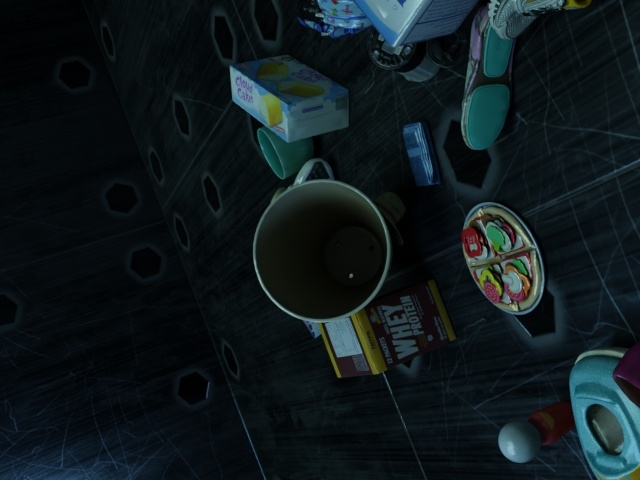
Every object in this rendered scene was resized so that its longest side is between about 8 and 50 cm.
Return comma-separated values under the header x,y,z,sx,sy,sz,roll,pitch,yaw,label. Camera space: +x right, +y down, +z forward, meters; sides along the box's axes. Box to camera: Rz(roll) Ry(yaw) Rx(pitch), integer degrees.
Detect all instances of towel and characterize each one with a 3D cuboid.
x,y,z,sx,sy,sz,roll,pitch,yaw,label
0.182,-0.157,1.463,0.067,0.029,0.120,1,109,65,towel

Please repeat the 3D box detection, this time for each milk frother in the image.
x,y,z,sx,sy,sz,roll,pitch,yaw,label
0.171,-0.302,1.276,0.129,0.134,0.143,-47,72,21,milk frother

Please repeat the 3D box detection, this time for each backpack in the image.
x,y,z,sx,sy,sz,roll,pitch,yaw,label
0.056,-0.424,1.396,0.173,0.158,0.117,31,144,38,backpack

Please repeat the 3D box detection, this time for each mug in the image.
x,y,z,sx,sy,sz,roll,pitch,yaw,label
-0.074,-0.227,1.832,0.129,0.097,0.158,56,165,25,mug

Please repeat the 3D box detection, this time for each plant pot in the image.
x,y,z,sx,sy,sz,roll,pitch,yaw,label
0.036,0.024,1.556,0.257,0.256,0.274,66,-167,9,plant pot

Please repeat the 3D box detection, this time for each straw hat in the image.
x,y,z,sx,sy,sz,roll,pitch,yaw,label
0.133,-0.062,1.584,0.144,0.061,0.144,46,172,9,straw hat

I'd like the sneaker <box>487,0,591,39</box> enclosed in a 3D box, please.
x,y,z,sx,sy,sz,roll,pitch,yaw,label
0.297,-0.326,1.037,0.093,0.088,0.225,64,155,10,sneaker

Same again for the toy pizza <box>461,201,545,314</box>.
x,y,z,sx,sy,sz,roll,pitch,yaw,label
0.301,0.034,1.354,0.201,0.032,0.201,44,144,44,toy pizza

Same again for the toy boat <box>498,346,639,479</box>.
x,y,z,sx,sy,sz,roll,pitch,yaw,label
0.406,0.295,1.188,0.318,0.148,0.268,-20,90,65,toy boat

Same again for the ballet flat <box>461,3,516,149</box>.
x,y,z,sx,sy,sz,roll,pitch,yaw,label
0.251,-0.251,1.219,0.079,0.076,0.222,-114,23,-58,ballet flat

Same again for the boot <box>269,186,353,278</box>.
x,y,z,sx,sy,sz,roll,pitch,yaw,label
0.000,0.000,1.759,0.203,0.095,0.262,16,143,26,boot

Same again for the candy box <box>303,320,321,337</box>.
x,y,z,sx,sy,sz,roll,pitch,yaw,label
-0.044,0.129,2.016,0.165,0.070,0.196,53,170,33,candy box

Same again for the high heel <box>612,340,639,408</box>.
x,y,z,sx,sy,sz,roll,pitch,yaw,label
0.490,0.289,0.971,0.377,0.181,0.127,65,155,13,high heel

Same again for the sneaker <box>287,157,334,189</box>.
x,y,z,sx,sy,sz,roll,pitch,yaw,label
-0.042,-0.100,1.888,0.292,0.110,0.118,107,146,-52,sneaker

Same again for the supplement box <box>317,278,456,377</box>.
x,y,z,sx,sy,sz,roll,pitch,yaw,label
0.130,0.180,1.619,0.194,0.191,0.129,-27,83,66,supplement box

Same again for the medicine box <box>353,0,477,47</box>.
x,y,z,sx,sy,sz,roll,pitch,yaw,label
0.136,-0.464,1.088,0.264,0.149,0.289,54,138,14,medicine box

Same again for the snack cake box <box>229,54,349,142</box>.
x,y,z,sx,sy,sz,roll,pitch,yaw,label
-0.070,-0.313,1.724,0.264,0.152,0.089,41,141,46,snack cake box
